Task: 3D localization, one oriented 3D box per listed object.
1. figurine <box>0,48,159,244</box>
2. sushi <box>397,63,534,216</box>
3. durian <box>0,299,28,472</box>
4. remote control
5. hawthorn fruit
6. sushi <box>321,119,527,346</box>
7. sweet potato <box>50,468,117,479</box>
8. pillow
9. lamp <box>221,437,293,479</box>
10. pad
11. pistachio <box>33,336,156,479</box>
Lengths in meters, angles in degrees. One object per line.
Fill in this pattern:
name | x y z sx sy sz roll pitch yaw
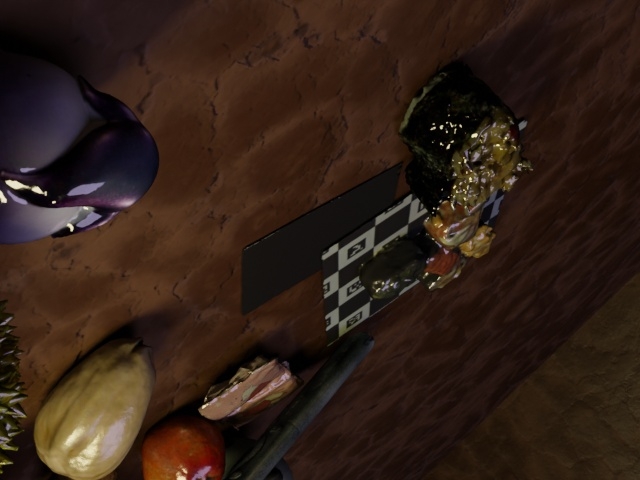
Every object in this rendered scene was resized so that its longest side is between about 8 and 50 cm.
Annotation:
figurine | -0.213 -0.063 0.625 0.222 0.145 0.145 -9 142 -47
sushi | 0.170 -0.107 1.128 0.147 0.115 0.212 -39 157 -2
durian | -0.308 0.118 0.597 0.237 0.200 0.176 -38 178 8
remote control | -0.047 0.279 1.427 0.377 0.044 0.107 -45 176 -36
hawthorn fruit | -0.185 0.312 1.330 0.125 0.140 0.125 -59 170 -17
sushi | 0.166 0.022 1.407 0.359 0.064 0.343 -32 156 -15
sweet potato | -0.329 0.348 1.237 0.114 0.092 0.341 7 134 -26
pillow | -0.102 0.222 1.394 0.135 0.049 0.248 -38 160 -2
lamp | -0.160 0.416 1.507 0.243 0.198 0.198 -21 155 -1
pad | 0.000 0.000 1.204 0.243 0.004 0.164 -30 154 -22
pistachio | -0.247 0.190 1.056 0.185 0.108 0.126 -55 172 11
